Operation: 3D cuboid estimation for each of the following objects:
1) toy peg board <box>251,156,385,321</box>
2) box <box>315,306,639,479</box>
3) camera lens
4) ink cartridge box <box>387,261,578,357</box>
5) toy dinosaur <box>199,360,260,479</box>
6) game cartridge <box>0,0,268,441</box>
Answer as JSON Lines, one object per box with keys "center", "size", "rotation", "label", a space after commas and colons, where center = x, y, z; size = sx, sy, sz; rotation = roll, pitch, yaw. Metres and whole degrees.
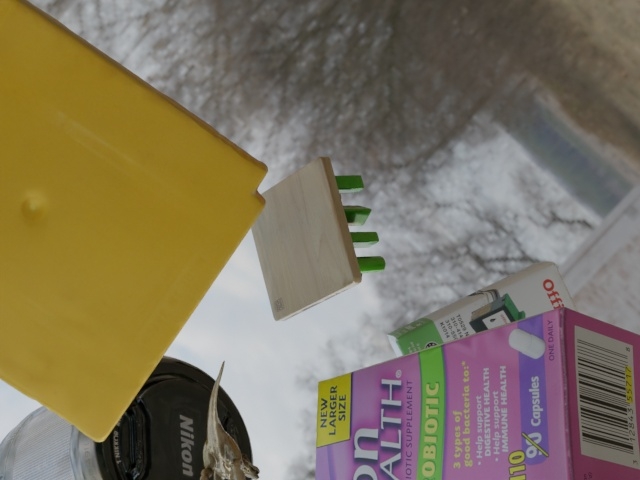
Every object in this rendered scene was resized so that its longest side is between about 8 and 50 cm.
{"center": [0.000, 0.000, 1.496], "size": [0.079, 0.160, 0.161], "rotation": [-2, -109, -41], "label": "toy peg board"}
{"center": [0.114, 0.185, 0.823], "size": [0.117, 0.243, 0.214], "rotation": [19, -118, -35], "label": "box"}
{"center": [-0.225, 0.262, 1.326], "size": [0.219, 0.274, 0.219], "rotation": [23, -127, -34], "label": "camera lens"}
{"center": [0.216, 0.140, 1.470], "size": [0.160, 0.219, 0.092], "rotation": [64, 175, 1], "label": "ink cartridge box"}
{"center": [-0.091, 0.193, 1.092], "size": [0.183, 0.053, 0.093], "rotation": [79, 180, -52], "label": "toy dinosaur"}
{"center": [-0.242, -0.029, 1.037], "size": [0.323, 0.285, 0.053], "rotation": [35, -176, -6], "label": "game cartridge"}
